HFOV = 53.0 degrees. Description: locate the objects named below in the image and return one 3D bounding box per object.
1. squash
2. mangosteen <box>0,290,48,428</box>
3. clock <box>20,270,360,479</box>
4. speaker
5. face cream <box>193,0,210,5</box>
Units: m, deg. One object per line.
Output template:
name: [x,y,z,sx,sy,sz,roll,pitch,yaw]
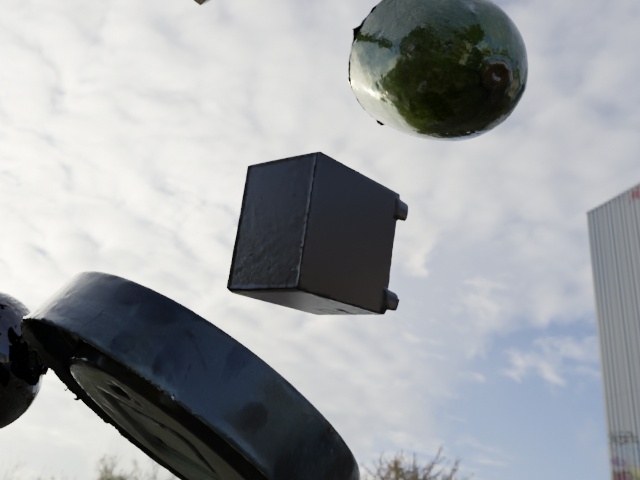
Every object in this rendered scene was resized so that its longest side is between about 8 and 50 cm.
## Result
squash: [0.242,-0.284,1.142,0.311,0.308,0.310,-11,-54,-15]
mangosteen: [-0.524,0.180,0.940,0.243,0.242,0.243,7,-31,4]
clock: [-0.134,0.183,0.666,0.387,0.076,0.386,26,-32,18]
speaker: [0.000,0.000,1.107,0.184,0.231,0.254,-4,-17,42]
face cream: [-0.367,-0.676,1.468,0.349,0.173,0.081,31,-43,-32]
